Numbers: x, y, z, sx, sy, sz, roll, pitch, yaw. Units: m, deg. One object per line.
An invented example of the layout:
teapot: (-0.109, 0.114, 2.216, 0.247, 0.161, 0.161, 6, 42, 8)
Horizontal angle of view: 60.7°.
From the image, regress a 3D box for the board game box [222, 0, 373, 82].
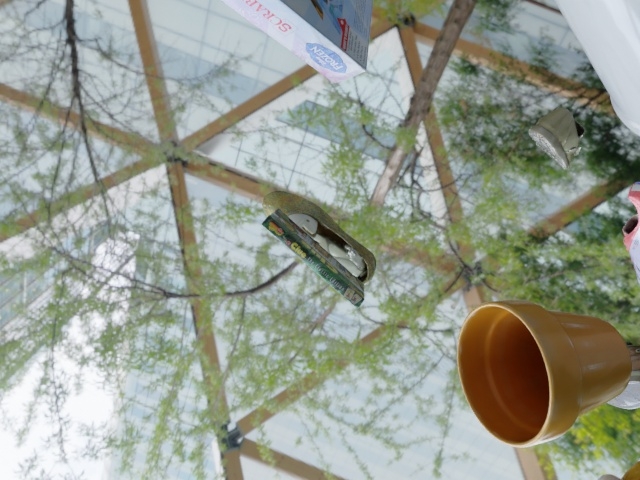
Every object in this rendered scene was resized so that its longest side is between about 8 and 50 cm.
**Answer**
board game box: (-0.046, -0.425, 0.720, 0.318, 0.066, 0.318, 24, -114, -43)

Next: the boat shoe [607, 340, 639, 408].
boat shoe: (0.612, 0.261, 1.080, 0.111, 0.307, 0.104, 39, -103, 0)

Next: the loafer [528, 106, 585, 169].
loafer: (0.554, -0.234, 1.250, 0.102, 0.092, 0.268, 49, -160, 20)

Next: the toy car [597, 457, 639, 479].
toy car: (0.526, 0.445, 0.878, 0.159, 0.182, 0.136, -14, -144, -21)

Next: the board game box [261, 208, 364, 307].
board game box: (-0.010, 0.033, 1.159, 0.260, 0.030, 0.136, 41, -168, -4)

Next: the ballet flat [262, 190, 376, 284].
ballet flat: (0.000, 0.000, 1.386, 0.349, 0.123, 0.123, 36, -151, -14)

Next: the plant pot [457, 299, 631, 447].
plant pot: (0.342, 0.185, 0.816, 0.188, 0.205, 0.205, -4, -141, -21)

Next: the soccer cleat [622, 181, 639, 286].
soccer cleat: (0.565, 0.013, 0.915, 0.116, 0.318, 0.108, 25, -111, 33)

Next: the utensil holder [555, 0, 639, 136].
utensil holder: (0.505, -0.370, 0.755, 0.385, 0.327, 0.327, 34, -158, -33)
